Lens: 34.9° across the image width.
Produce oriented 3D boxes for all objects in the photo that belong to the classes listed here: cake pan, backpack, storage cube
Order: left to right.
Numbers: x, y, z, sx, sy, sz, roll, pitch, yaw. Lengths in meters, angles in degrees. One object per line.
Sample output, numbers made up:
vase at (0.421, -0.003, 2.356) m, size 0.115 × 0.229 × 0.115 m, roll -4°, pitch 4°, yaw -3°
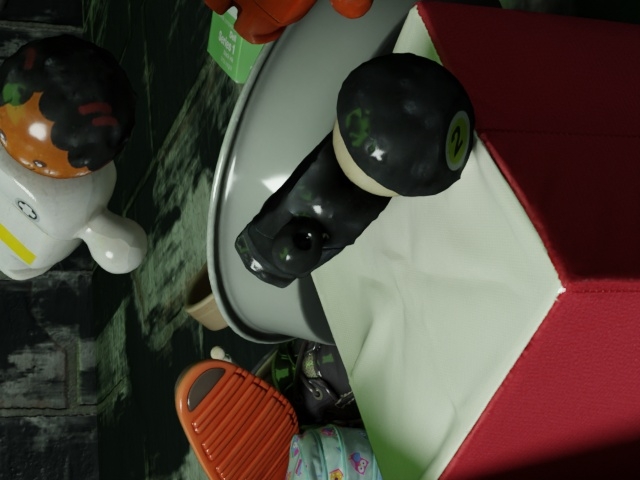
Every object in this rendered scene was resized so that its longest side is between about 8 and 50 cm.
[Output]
backpack at (0.021, 0.248, 0.866) m, size 0.152 × 0.115 × 0.182 m, roll -149°, pitch 64°, yaw -68°
cake pan at (0.039, -0.055, 0.671) m, size 0.054 × 0.293 × 0.293 m, roll 26°, pitch 119°, yaw 26°
storage cube at (0.126, 0.019, 0.504) m, size 0.215 × 0.193 × 0.183 m, roll 113°, pitch 150°, yaw -42°

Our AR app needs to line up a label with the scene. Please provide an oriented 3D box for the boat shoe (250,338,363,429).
boat shoe at (-0.001, 0.126, 0.955) m, size 0.285 × 0.092 × 0.102 m, roll 140°, pitch 128°, yaw -63°

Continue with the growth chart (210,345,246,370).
growth chart at (-0.062, 0.237, 1.063) m, size 0.172 × 0.021 × 0.237 m, roll 45°, pitch -154°, yaw -51°

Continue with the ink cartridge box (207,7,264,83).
ink cartridge box at (0.004, -0.247, 0.867) m, size 0.092 × 0.160 × 0.219 m, roll -125°, pitch 41°, yaw -55°

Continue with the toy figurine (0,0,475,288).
toy figurine at (-0.057, -0.089, 0.429) m, size 0.148 × 0.210 × 0.213 m, roll -39°, pitch 53°, yaw 56°

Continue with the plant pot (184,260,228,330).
plant pot at (0.000, 0.000, 0.873) m, size 0.237 × 0.110 × 0.237 m, roll -47°, pitch 11°, yaw 12°

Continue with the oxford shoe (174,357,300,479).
oxford shoe at (-0.069, 0.188, 0.930) m, size 0.098 × 0.097 × 0.271 m, roll 26°, pitch 156°, yaw 43°
